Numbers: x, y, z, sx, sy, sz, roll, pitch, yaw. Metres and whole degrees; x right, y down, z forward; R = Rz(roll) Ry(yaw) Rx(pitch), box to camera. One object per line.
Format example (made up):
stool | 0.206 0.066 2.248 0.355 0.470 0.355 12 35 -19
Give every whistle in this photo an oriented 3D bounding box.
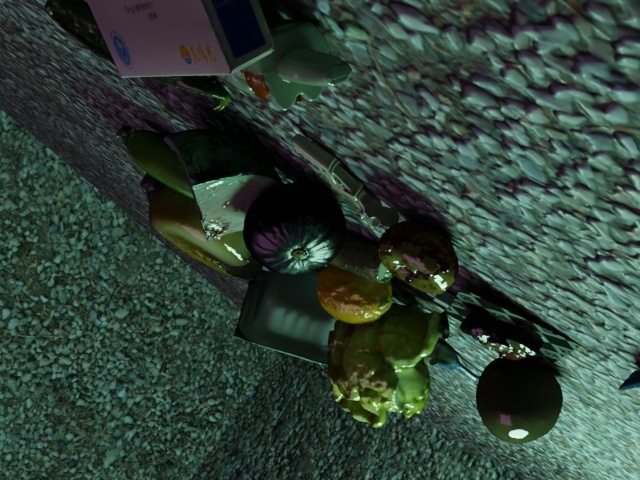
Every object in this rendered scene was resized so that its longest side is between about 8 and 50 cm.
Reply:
whistle | -0.048 -0.211 1.029 0.253 0.102 0.106 25 161 51

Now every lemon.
lemon | 0.074 0.102 1.795 0.187 0.142 0.142 21 161 47

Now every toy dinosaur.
toy dinosaur | 0.276 0.278 2.113 0.247 0.075 0.188 15 165 43

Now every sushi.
sushi | 0.325 0.177 1.565 0.219 0.047 0.231 26 167 8

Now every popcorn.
popcorn | 0.130 0.262 1.885 0.237 0.293 0.293 1 169 -5

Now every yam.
yam | 0.000 0.000 1.775 0.371 0.083 0.083 22 162 44

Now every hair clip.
hair clip | 0.043 -0.092 1.402 0.226 0.034 0.072 44 162 -29

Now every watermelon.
watermelon | -0.185 -0.109 1.604 0.223 0.180 0.305 19 164 6

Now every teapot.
teapot | -0.403 -0.135 2.330 0.116 0.148 0.146 -21 118 32

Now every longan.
longan | 0.384 0.310 1.711 0.189 0.189 0.189 33 168 8

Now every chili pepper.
chili pepper | -0.309 -0.310 1.448 0.359 0.076 0.085 33 143 13

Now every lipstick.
lipstick | 0.265 0.126 1.652 0.107 0.025 0.025 29 167 5

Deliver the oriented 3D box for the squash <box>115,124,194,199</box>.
squash | -0.299 -0.155 1.928 0.378 0.101 0.101 29 167 18

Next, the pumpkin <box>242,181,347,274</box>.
pumpkin | -0.047 -0.019 1.596 0.150 0.194 0.194 52 -179 38

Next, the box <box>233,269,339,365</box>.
box | -0.052 0.151 2.113 0.264 0.106 0.337 17 -157 -5

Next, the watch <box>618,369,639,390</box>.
watch | 0.528 0.206 1.188 0.276 0.068 0.274 26 170 34

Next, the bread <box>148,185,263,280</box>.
bread | -0.268 -0.037 2.132 0.333 0.160 0.333 27 166 7

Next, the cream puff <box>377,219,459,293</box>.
cream puff | 0.162 0.022 1.396 0.149 0.084 0.149 29 166 8

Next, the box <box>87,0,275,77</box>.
box | -0.190 -0.293 1.014 0.343 0.065 0.200 16 132 57
